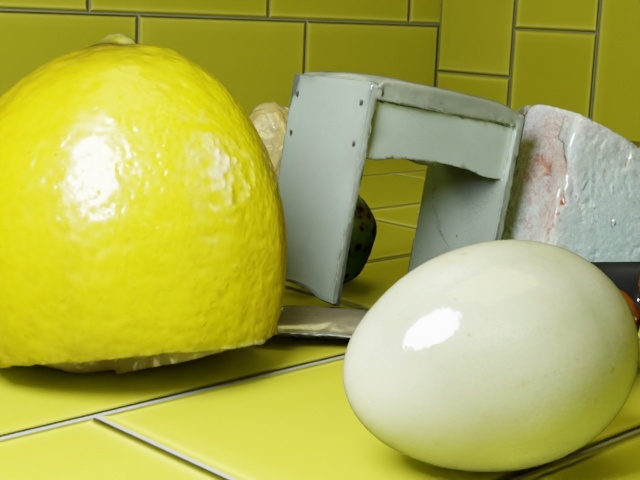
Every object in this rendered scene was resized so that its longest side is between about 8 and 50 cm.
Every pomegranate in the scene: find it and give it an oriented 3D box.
[{"bbox_3d":[0.008,0.007,1.640,0.143,0.122,0.169,-23,34,29],"label":"pomegranate"}]

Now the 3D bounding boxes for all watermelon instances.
[{"bbox_3d":[0.332,-0.073,1.612,0.228,0.258,0.387,11,47,5],"label":"watermelon"}]

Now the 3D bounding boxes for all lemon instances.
[{"bbox_3d":[-0.204,-0.039,1.231,0.364,0.364,0.364,2,11,0],"label":"lemon"}]

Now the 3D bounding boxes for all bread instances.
[{"bbox_3d":[-0.075,-0.079,1.777,0.134,0.244,0.244,24,11,-1],"label":"bread"}]

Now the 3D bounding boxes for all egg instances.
[{"bbox_3d":[0.139,0.096,0.995,0.253,0.188,0.188,-12,15,-22],"label":"egg"}]

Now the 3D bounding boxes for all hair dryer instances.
[{"bbox_3d":[0.440,0.093,1.448,0.195,0.078,0.248,-1,21,-21],"label":"hair dryer"}]

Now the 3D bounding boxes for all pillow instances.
[{"bbox_3d":[0.031,0.097,1.376,0.217,0.033,0.130,4,9,6],"label":"pillow"}]

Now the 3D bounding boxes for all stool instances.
[{"bbox_3d":[0.089,-0.059,1.503,0.243,0.270,0.170,7,6,-35],"label":"stool"}]

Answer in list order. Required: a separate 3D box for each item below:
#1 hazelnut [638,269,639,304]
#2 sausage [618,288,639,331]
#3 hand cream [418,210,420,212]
[{"bbox_3d":[0.440,0.064,1.238,0.229,0.229,0.229,2,11,0],"label":"hazelnut"},{"bbox_3d":[0.253,0.100,1.240,0.105,0.105,0.274,8,12,28],"label":"sausage"},{"bbox_3d":[0.273,-0.064,2.250,0.078,0.050,0.205,12,19,43],"label":"hand cream"}]
